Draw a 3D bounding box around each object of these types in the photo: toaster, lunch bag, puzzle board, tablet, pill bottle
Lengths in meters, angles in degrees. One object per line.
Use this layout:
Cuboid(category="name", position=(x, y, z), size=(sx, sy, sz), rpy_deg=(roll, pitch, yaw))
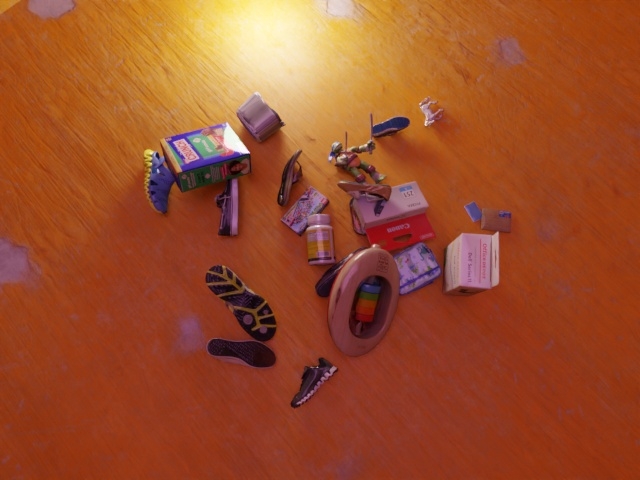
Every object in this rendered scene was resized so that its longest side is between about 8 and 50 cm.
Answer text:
Cuboid(category="toaster", position=(-0.282, -0.561, 1.936), size=(0.146, 0.129, 0.227), rpy_deg=(-40, 80, -3))
Cuboid(category="lunch bag", position=(0.384, 0.123, 1.757), size=(0.219, 0.090, 0.176), rpy_deg=(-26, 80, -3))
Cuboid(category="puzzle board", position=(0.768, -0.087, 1.824), size=(0.128, 0.011, 0.096), rpy_deg=(7, 76, 1))
Cuboid(category="tablet", position=(0.678, -0.127, 1.844), size=(0.054, 0.006, 0.083), rpy_deg=(-26, 77, -4))
Cuboid(category="pill bottle", position=(0.000, 0.000, 1.779), size=(0.119, 0.119, 0.208), rpy_deg=(-4, 82, 2))

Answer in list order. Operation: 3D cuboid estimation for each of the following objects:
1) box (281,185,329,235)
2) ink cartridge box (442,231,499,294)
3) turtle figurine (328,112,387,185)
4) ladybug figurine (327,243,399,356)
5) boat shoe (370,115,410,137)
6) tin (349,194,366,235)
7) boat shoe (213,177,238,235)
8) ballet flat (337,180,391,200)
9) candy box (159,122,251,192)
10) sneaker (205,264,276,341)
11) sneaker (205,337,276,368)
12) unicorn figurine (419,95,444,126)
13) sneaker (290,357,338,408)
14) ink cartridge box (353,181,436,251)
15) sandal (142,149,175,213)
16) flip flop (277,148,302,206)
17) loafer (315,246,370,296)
Cuboid(category="box", position=(-0.067, -0.132, 1.865), size=(0.114, 0.036, 0.207), rpy_deg=(38, 81, 10))
Cuboid(category="ink cartridge box", position=(0.572, 0.095, 1.616), size=(0.119, 0.353, 0.207), rpy_deg=(5, 76, 4))
Cuboid(category="turtle figurine", position=(0.176, -0.355, 1.808), size=(0.275, 0.198, 0.266), rpy_deg=(-39, 94, 29))
Cuboid(category="ladybug figurine", position=(0.159, 0.230, 1.661), size=(0.305, 0.162, 0.449), rpy_deg=(15, 92, -30))
Cuboid(category="boat shoe", position=(0.321, -0.519, 1.924), size=(0.183, 0.066, 0.066), rpy_deg=(-12, 74, 6))
Cuboid(category="tin", position=(0.187, -0.114, 1.849), size=(0.106, 0.040, 0.189), rpy_deg=(-8, 75, 5))
Cuboid(category="boat shoe", position=(-0.418, -0.170, 1.853), size=(0.105, 0.113, 0.306), rpy_deg=(0, 85, -12))
Cuboid(category="ballet flat", position=(0.182, -0.204, 1.748), size=(0.232, 0.080, 0.073), rpy_deg=(5, 86, 2))
Cuboid(category="candy box", position=(-0.499, -0.367, 1.813), size=(0.317, 0.122, 0.268), rpy_deg=(-22, 53, -21))
Cuboid(category="sneaker", position=(-0.319, 0.252, 1.741), size=(0.145, 0.147, 0.384), rpy_deg=(-38, 96, -9))
Cuboid(category="sneaker", position=(-0.327, 0.457, 1.714), size=(0.290, 0.123, 0.106), rpy_deg=(19, 66, -14))
Cuboid(category="unicorn figurine", position=(0.515, -0.590, 1.943), size=(0.111, 0.060, 0.162), rpy_deg=(-28, 61, -4))
Cuboid(category="sneaker", position=(-0.045, 0.564, 1.678), size=(0.234, 0.078, 0.106), rpy_deg=(-42, 75, -11))
Cuboid(category="ink cartridge box", position=(0.321, -0.101, 1.780), size=(0.296, 0.066, 0.261), rpy_deg=(-16, 65, -11))
Cuboid(category="sandal", position=(-0.719, -0.274, 1.891), size=(0.138, 0.126, 0.317), rpy_deg=(-8, 77, -3))
Cuboid(category="flip flop", position=(-0.124, -0.279, 1.877), size=(0.080, 0.112, 0.277), rpy_deg=(17, 74, -20))
Cuboid(category="loafer", position=(0.103, 0.131, 1.776), size=(0.302, 0.109, 0.095), rpy_deg=(-33, 33, -5))
